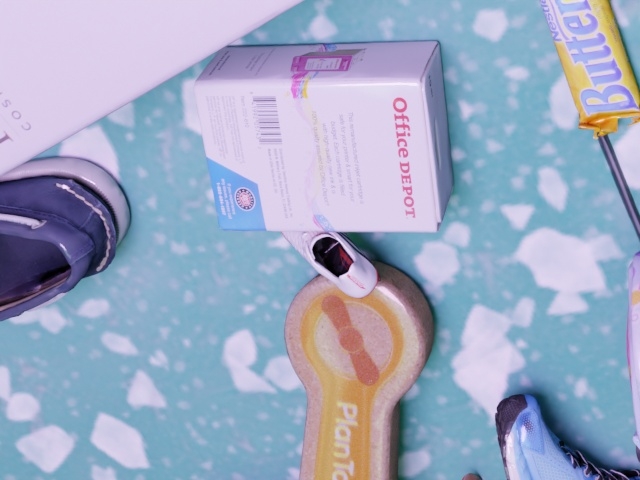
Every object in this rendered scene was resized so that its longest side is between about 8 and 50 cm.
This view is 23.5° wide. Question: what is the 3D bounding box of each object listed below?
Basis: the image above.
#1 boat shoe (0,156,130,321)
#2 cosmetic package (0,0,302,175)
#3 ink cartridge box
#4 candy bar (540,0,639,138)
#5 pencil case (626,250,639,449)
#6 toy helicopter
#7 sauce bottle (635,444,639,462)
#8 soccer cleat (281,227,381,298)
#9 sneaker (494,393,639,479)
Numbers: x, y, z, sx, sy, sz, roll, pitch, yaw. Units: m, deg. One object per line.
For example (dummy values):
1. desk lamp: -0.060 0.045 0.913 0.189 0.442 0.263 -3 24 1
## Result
1. boat shoe: -0.233 0.019 0.902 0.254 0.079 0.095 -8 117 21
2. cosmetic package: -0.051 -0.212 0.665 0.385 0.156 0.217 -29 110 28
3. ink cartridge box: 0.005 -0.054 0.805 0.122 0.052 0.089 1 120 17
4. candy bar: 0.121 -0.123 0.749 0.040 0.018 0.161 -13 114 23
5. pencil case: 0.285 0.050 0.747 0.273 0.113 0.124 -5 123 19
6. toy helicopter: 0.030 0.185 0.899 0.235 0.140 0.355 10 110 18
7. sauce bottle: 0.231 0.122 0.825 0.128 0.042 0.042 12 127 41
8. soccer cleat: 0.000 0.000 0.830 0.029 0.035 0.083 -46 56 4
9. sneaker: 0.157 0.143 0.882 0.073 0.063 0.162 -32 114 15
